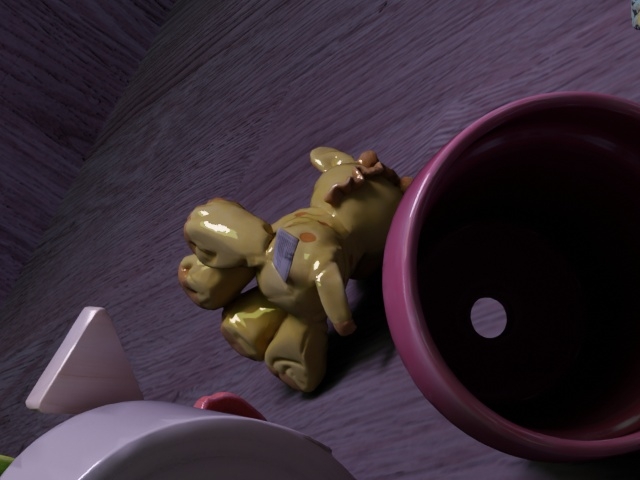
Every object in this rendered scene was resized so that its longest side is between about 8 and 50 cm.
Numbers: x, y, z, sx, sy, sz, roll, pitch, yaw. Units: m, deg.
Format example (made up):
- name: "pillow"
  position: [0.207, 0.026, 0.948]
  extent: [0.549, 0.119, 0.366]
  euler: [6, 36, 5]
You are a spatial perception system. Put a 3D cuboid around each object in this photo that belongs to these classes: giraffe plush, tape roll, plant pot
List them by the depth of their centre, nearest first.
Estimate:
- name: "plant pot"
  position: [0.125, 0.031, 0.891]
  extent: [0.201, 0.201, 0.180]
  euler: [-60, 4, -14]
- name: "tape roll"
  position: [-0.092, 0.228, 0.974]
  extent: [0.246, 0.246, 0.169]
  euler: [-60, 18, -13]
- name: "giraffe plush"
  position: [0.000, 0.000, 1.311]
  extent: [0.170, 0.181, 0.210]
  euler: [-41, -3, -33]

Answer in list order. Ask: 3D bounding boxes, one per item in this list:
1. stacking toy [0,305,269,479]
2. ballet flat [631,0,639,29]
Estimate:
- name: "stacking toy"
  position: [-0.185, 0.219, 1.121]
  extent: [0.130, 0.279, 0.309]
  euler: [-1, 44, 54]
- name: "ballet flat"
  position: [0.280, -0.250, 1.160]
  extent: [0.188, 0.070, 0.070]
  euler: [-54, 18, 3]
